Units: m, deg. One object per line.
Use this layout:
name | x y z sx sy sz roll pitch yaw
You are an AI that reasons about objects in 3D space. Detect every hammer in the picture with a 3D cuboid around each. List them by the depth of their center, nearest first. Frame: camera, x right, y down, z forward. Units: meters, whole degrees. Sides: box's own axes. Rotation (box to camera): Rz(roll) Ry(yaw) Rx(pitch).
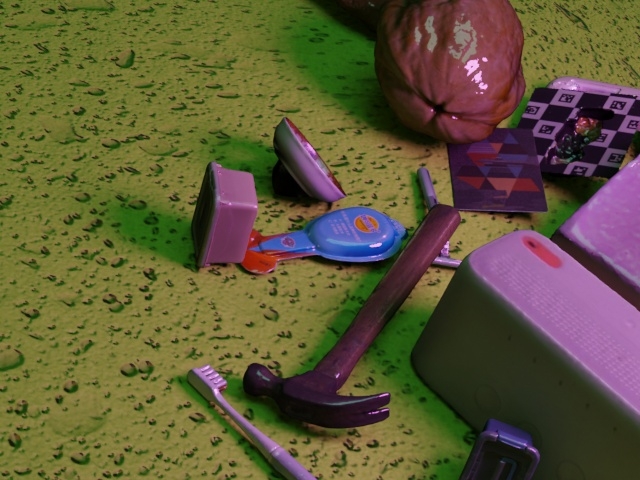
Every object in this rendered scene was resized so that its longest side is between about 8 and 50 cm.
hammer | 0.075 0.079 1.638 0.168 0.044 0.440 20 41 18

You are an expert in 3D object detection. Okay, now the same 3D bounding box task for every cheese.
cheese | 0.000 0.000 1.743 0.256 0.037 0.106 -9 45 -21

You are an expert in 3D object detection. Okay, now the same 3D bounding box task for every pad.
pad | 0.268 -0.112 1.981 0.142 0.003 0.211 1 41 -1

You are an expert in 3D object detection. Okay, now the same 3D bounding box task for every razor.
razor | 0.162 -0.039 1.853 0.084 0.036 0.211 10 41 -14

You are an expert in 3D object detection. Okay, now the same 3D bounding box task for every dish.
dish | -0.037 -0.095 1.809 0.141 0.078 0.141 53 6 -8

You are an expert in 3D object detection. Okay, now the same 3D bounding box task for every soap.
soap | 0.517 0.013 1.824 0.285 0.107 0.296 -37 64 -25

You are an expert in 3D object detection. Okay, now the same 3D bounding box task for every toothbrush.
toothbrush | -0.031 0.254 1.445 0.030 0.025 0.342 -23 54 -42

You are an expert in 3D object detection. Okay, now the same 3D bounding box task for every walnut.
walnut | 0.197 -0.279 1.996 0.282 0.227 0.283 18 43 -18

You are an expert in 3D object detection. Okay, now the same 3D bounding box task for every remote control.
remote control | 0.471 -0.229 2.136 0.221 0.042 0.078 15 49 32

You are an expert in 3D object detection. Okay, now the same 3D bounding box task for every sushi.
sushi | 0.404 -0.155 2.057 0.192 0.051 0.215 8 45 26

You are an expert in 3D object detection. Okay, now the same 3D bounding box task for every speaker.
speaker | 0.313 0.177 1.546 0.183 0.184 0.406 -25 56 -39

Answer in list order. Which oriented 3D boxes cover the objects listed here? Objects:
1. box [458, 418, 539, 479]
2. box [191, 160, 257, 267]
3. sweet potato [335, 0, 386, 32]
box | 0.204 0.256 1.484 0.074 0.099 0.054 21 24 4
box | -0.123 -0.031 1.658 0.062 0.122 0.089 4 42 -17
sweet potato | 0.058 -0.429 2.215 0.385 0.109 0.109 26 40 10
